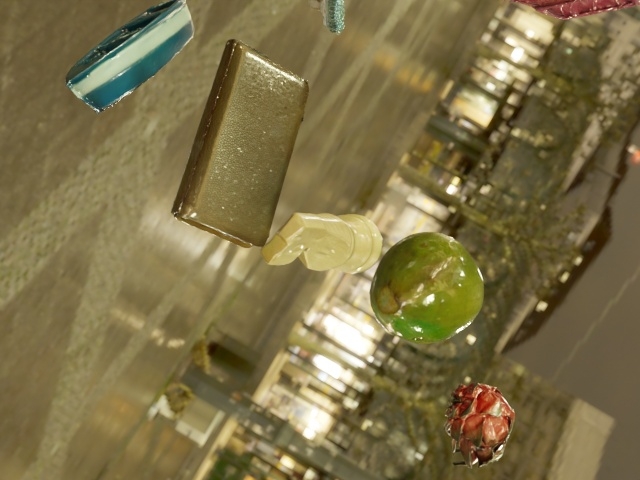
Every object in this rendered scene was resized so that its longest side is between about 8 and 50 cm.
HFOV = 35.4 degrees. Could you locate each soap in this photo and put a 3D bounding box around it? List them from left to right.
[{"bbox_3d":[0.422,-0.463,1.699,0.250,0.162,0.099,-3,-143,40],"label":"soap"}]

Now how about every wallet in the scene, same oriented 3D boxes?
[{"bbox_3d":[-0.080,-0.098,1.043,0.031,0.110,0.198,-7,-116,55],"label":"wallet"}]

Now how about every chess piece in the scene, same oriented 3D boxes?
[{"bbox_3d":[0.000,0.000,1.375,0.200,0.090,0.090,6,117,-58],"label":"chess piece"}]

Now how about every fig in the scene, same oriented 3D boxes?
[{"bbox_3d":[0.164,0.080,1.627,0.191,0.181,0.181,-16,141,-52],"label":"fig"}]

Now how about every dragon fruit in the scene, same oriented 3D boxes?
[{"bbox_3d":[0.265,0.308,1.687,0.130,0.121,0.141,-2,86,-63],"label":"dragon fruit"}]

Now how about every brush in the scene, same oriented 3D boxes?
[{"bbox_3d":[0.007,-0.379,1.623,0.196,0.021,0.070,-123,-149,-67],"label":"brush"}]

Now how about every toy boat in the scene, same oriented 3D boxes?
[{"bbox_3d":[-0.251,-0.245,1.328,0.096,0.061,0.299,-13,-154,26],"label":"toy boat"}]
